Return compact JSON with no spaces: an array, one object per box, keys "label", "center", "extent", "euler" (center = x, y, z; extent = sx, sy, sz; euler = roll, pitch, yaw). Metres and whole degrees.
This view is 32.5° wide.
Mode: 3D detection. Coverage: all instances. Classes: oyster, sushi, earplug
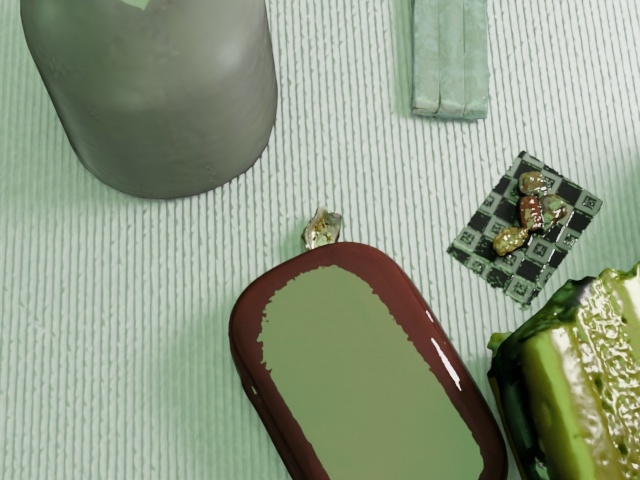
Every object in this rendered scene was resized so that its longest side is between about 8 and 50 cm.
[{"label":"oyster","center":[-0.003,-0.001,1.489],"extent":[0.051,0.034,0.093],"euler":[28,72,-12]},{"label":"sushi","center":[0.280,-0.021,1.495],"extent":[0.139,0.031,0.201],"euler":[35,74,12]},{"label":"earplug","center":[-0.212,-0.261,1.397],"extent":[0.313,0.394,0.312],"euler":[0,71,-1]}]

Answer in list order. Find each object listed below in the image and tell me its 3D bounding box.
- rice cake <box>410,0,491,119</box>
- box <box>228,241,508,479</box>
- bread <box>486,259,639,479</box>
[{"label":"rice cake","center":[0.185,-0.272,1.583],"extent":[0.124,0.038,0.211],"euler":[6,71,3]},{"label":"box","center":[0.056,0.194,1.377],"extent":[0.263,0.108,0.404],"euler":[-27,73,-8]},{"label":"bread","center":[0.344,0.242,1.306],"extent":[0.251,0.208,0.376],"euler":[-15,71,-12]}]
